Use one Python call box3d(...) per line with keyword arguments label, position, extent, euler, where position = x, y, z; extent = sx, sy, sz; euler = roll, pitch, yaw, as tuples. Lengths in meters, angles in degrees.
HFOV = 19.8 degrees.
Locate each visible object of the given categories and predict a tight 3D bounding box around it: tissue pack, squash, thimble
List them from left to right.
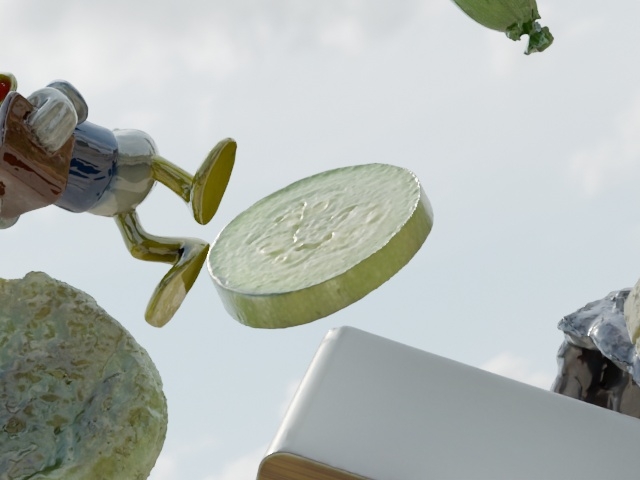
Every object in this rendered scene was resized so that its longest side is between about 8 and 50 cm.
box3d(label="squash", position=(0.000, 0.000, 1.950), extent=(0.252, 0.049, 0.252), euler=(-21, 26, 10))
box3d(label="squash", position=(0.143, -0.370, 2.158), extent=(0.101, 0.379, 0.101), euler=(-38, 4, 3))
box3d(label="tissue pack", position=(0.086, 0.170, 0.960), extent=(0.136, 0.246, 0.159), euler=(-64, -10, -60))
box3d(label="thimble", position=(0.284, 0.141, 1.379), extent=(0.172, 0.236, 0.205), euler=(-7, -32, -22))

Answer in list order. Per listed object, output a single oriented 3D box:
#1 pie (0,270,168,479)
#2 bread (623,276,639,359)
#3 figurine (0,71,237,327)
box3d(label="pie", position=(-0.257, 0.135, 1.422), extent=(0.277, 0.277, 0.078), euler=(-25, -33, -16))
box3d(label="bread", position=(0.189, -0.002, 0.823), extent=(0.105, 0.077, 0.152), euler=(-17, -43, 1))
box3d(label="figurine", position=(-0.279, -0.076, 1.701), extent=(0.205, 0.338, 0.283), euler=(-64, -17, 13))
